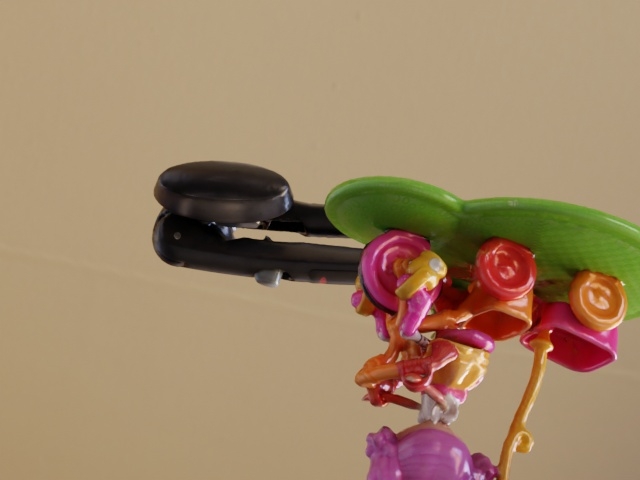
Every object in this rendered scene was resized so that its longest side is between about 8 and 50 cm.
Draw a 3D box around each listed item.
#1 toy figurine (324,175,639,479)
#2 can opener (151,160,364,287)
[{"bbox_3d":[0.069,0.072,0.634,0.173,0.159,0.130,20,-25,-16],"label":"toy figurine"},{"bbox_3d":[0.000,0.000,0.772,0.186,0.059,0.073,10,-9,-6],"label":"can opener"}]
